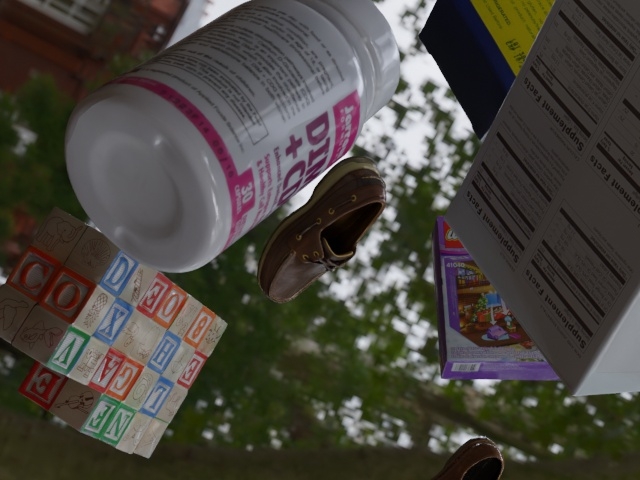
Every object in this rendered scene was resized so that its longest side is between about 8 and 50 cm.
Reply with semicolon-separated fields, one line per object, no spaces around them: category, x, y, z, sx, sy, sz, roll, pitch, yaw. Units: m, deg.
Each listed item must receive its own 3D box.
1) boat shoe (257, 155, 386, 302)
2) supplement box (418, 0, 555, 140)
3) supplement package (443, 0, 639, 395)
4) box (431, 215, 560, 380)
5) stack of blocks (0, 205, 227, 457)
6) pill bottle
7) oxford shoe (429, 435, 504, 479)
boat shoe;0.001;0.000;1.292;0.178;0.064;0.060;-50;-136;26
supplement box;0.355;-0.326;1.963;0.356;0.194;0.195;-27;172;-11
supplement package;0.259;-0.053;0.958;0.198;0.199;0.263;58;-44;41
box;0.287;0.070;1.635;0.057;0.293;0.201;97;-7;-59
stack of blocks;-0.214;0.101;1.333;0.087;0.297;0.171;28;-99;22
pill bottle;-0.062;-0.107;1.123;0.160;0.160;0.283;-33;-174;48
oxford shoe;0.157;0.343;1.708;0.212;0.076;0.076;-54;-172;1
